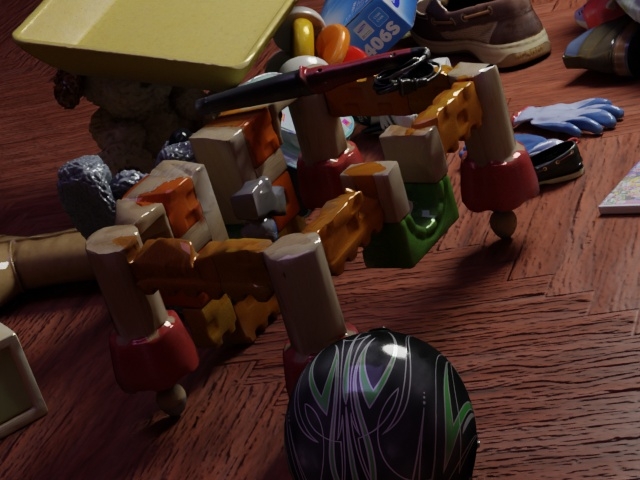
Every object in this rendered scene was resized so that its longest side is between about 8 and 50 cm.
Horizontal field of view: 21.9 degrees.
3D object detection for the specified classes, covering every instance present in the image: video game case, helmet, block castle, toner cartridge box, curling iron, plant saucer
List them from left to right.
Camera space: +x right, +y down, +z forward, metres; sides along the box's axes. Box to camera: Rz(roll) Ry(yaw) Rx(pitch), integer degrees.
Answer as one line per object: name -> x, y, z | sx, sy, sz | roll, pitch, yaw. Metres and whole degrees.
plant saucer -> -0.187, -0.303, 2.200 | 0.333, 0.081, 0.333 | 9, 41, 19
curling iron -> -0.008, -0.165, 1.730 | 0.274, 0.035, 0.068 | -6, 27, 21
block castle -> 0.000, 0.000, 1.682 | 0.303, 0.213, 0.453 | 2, 31, 33
toner cartridge box -> 0.073, -0.359, 2.536 | 0.165, 0.075, 0.348 | -43, 15, 24
helmet -> 0.048, 0.159, 1.340 | 0.169, 0.169, 0.161 | -10, 6, 19
video game case -> 0.365, -0.061, 1.794 | 0.087, 0.011, 0.122 | -1, 27, 37

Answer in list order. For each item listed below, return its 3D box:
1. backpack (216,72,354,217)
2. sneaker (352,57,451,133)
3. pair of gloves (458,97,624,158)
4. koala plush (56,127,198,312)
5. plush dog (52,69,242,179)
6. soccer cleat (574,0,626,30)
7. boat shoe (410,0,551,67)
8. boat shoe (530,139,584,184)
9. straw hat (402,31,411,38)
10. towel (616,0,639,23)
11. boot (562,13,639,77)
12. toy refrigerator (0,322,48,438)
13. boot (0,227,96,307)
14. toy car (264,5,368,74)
backpack -> -0.047, -0.129, 2.092 | 0.166, 0.144, 0.188 | 20, 25, 17
sneaker -> 0.089, -0.173, 2.172 | 0.153, 0.094, 0.235 | -13, 22, 18
pair of gloves -> 0.267, -0.128, 2.018 | 0.159, 0.023, 0.198 | 3, 29, 46
koala plush -> -0.157, -0.046, 1.910 | 0.196, 0.203, 0.221 | -7, 25, 25
plush dog -> -0.251, -0.202, 2.323 | 0.262, 0.225, 0.210 | -29, 22, -18
soccer cleat -> 0.473, -0.358, 2.333 | 0.248, 0.083, 0.095 | -29, 19, -18
boat shoe -> 0.220, -0.342, 2.428 | 0.123, 0.123, 0.342 | -23, 22, -13
boat shoe -> 0.236, -0.079, 1.901 | 0.133, 0.042, 0.049 | -19, 24, 3
straw hat -> 0.149, -0.377, 2.653 | 0.144, 0.061, 0.144 | -16, 22, 7
towel -> 0.516, -0.395, 2.191 | 0.320, 0.090, 0.374 | -4, 31, -9
boot -> 0.411, -0.286, 2.201 | 0.106, 0.082, 0.219 | 4, 32, 38
toy refrigerator -> -0.427, 0.189, 1.702 | 0.269, 0.102, 0.094 | -28, 24, -24
boot -> -0.326, 0.032, 2.018 | 0.269, 0.089, 0.236 | -8, 25, 21
toy car -> -0.002, -0.224, 2.279 | 0.136, 0.182, 0.159 | 3, 47, -11
